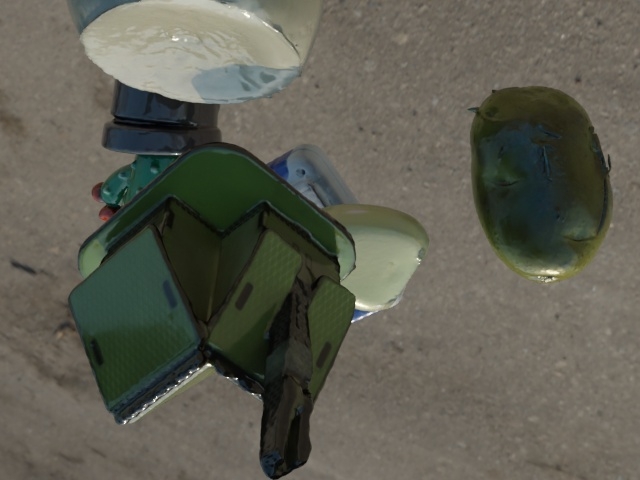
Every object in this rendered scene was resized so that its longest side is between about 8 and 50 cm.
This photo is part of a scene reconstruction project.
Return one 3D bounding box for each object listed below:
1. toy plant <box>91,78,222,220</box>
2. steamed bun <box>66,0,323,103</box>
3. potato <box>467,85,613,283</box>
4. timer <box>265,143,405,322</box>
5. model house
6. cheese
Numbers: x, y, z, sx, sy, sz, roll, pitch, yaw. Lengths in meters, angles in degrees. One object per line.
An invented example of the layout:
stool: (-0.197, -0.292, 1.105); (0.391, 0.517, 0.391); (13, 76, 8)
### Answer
toy plant: (-0.236, -0.126, 1.390); (0.279, 0.185, 0.400); (7, 100, 1)
steamed bun: (-0.152, -0.317, 1.111); (0.324, 0.206, 0.324); (3, 164, 1)
potato: (0.268, -0.072, 1.089); (0.169, 0.248, 0.143); (-10, 167, 22)
timer: (-0.014, 0.010, 1.217); (0.178, 0.078, 0.253); (-27, 108, 28)
model house: (-0.094, 0.098, 0.732); (0.218, 0.278, 0.205); (-37, 122, 27)
cheese: (0.000, 0.000, 0.976); (0.251, 0.054, 0.127); (18, 112, -34)
